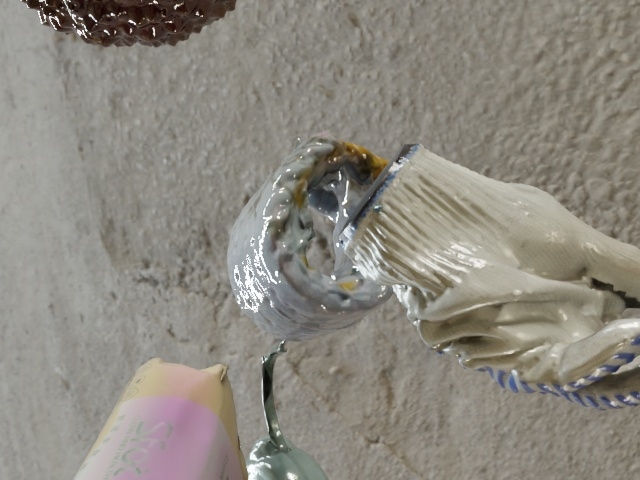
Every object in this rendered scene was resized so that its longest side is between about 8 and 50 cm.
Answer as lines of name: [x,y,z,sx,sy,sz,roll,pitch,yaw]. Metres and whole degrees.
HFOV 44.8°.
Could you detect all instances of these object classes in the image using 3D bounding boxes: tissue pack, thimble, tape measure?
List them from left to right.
tissue pack: [-0.118,0.240,0.567,0.123,0.256,0.214,-5,111,5]
tape measure: [-0.020,0.235,0.821,0.164,0.084,0.330,44,133,32]
thimble: [-0.002,0.001,0.632,0.127,0.151,0.118,31,150,-13]

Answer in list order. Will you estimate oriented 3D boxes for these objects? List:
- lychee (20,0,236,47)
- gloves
lychee: [-0.189,-0.348,0.778,0.306,0.306,0.330,35,148,31]
gloves: [0.120,0.028,0.421,0.229,0.119,0.097,28,154,15]
